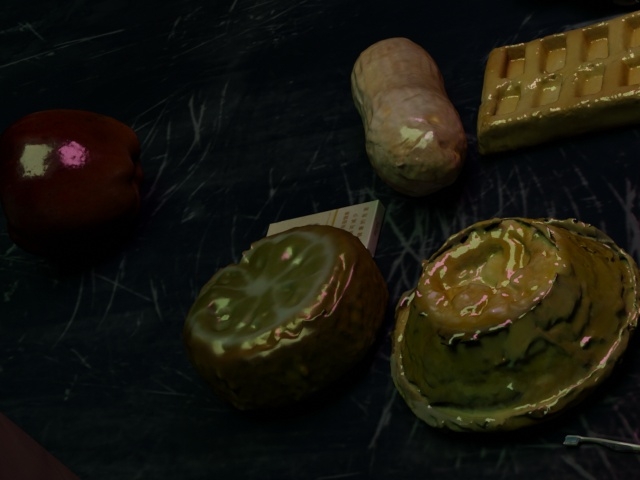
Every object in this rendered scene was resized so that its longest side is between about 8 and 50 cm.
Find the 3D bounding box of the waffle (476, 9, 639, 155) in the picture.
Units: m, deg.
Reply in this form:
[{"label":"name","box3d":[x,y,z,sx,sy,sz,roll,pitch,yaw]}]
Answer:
[{"label":"waffle","box3d":[0.325,-0.201,1.958,0.274,0.057,0.168,-11,43,28]}]

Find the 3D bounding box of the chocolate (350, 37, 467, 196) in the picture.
[{"label":"chocolate","box3d":[0.112,-0.160,2.025,0.134,0.134,0.309,-29,34,8]}]

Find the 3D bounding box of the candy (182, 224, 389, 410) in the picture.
[{"label":"candy","box3d":[-0.043,0.088,1.872,0.260,0.118,0.260,-21,36,16]}]

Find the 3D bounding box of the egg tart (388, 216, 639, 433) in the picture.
[{"label":"egg tart","box3d":[0.197,0.072,1.700,0.315,0.120,0.315,-21,37,17]}]

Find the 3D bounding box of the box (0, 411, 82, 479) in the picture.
[{"label":"box","box3d":[-0.380,0.316,1.768,0.153,0.252,0.188,-38,35,4]}]

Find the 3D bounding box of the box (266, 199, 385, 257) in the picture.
[{"label":"box","box3d":[0.000,0.000,2.013,0.167,0.024,0.090,-12,41,28]}]

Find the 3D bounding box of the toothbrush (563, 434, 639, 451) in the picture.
[{"label":"toothbrush","box3d":[0.304,0.206,1.556,0.131,0.011,0.013,0,36,38]}]

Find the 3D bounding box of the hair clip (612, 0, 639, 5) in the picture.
[{"label":"hair clip","box3d":[0.328,-0.368,2.133,0.106,0.084,0.292,-5,19,-40]}]

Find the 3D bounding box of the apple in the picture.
[{"label":"apple","box3d":[-0.371,-0.084,2.249,0.234,0.234,0.234,-21,38,18]}]
